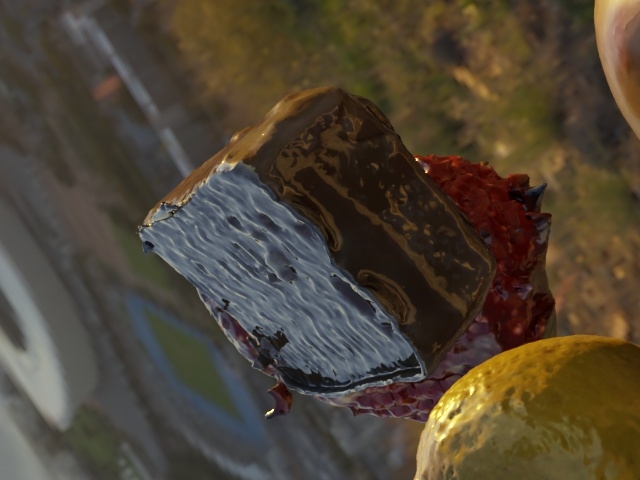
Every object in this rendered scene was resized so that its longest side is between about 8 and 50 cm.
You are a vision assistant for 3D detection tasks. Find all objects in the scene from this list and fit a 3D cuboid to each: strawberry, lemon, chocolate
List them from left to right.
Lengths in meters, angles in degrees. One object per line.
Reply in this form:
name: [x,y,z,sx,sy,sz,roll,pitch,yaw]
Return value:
chocolate: [0.000,0.000,0.961,0.148,0.093,0.214,43,158,-10]
strawberry: [0.062,0.066,1.825,0.292,0.344,0.292,165,90,-86]
lemon: [0.177,0.162,1.344,0.188,0.257,0.188,-17,-90,-89]

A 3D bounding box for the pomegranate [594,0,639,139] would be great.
pomegranate: [0.443,-0.204,1.634,0.411,0.411,0.411,46,158,25]
